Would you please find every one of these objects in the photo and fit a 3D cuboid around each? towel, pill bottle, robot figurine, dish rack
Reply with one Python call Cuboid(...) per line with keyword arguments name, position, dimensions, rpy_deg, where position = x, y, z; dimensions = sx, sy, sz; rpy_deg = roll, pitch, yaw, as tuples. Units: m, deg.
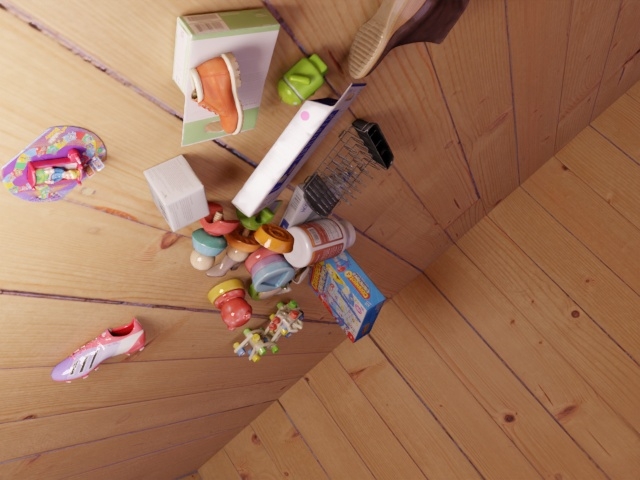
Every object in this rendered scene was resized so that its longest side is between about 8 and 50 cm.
Cuboid(name="towel", position=(-0.143, -0.087, 1.408), dimensions=(0.083, 0.009, 0.060), rpy_deg=(-8, 141, -53))
Cuboid(name="pill bottle", position=(0.000, 0.000, 1.525), dimensions=(0.216, 0.121, 0.121), rpy_deg=(-15, 148, -43))
Cuboid(name="robot figurine", position=(-0.039, -0.323, 1.048), dimensions=(0.115, 0.067, 0.101), rpy_deg=(-42, -179, 5))
Cuboid(name="dish rack", position=(0.072, -0.182, 1.406), dimensions=(0.271, 0.074, 0.208), rpy_deg=(-51, 148, -3))

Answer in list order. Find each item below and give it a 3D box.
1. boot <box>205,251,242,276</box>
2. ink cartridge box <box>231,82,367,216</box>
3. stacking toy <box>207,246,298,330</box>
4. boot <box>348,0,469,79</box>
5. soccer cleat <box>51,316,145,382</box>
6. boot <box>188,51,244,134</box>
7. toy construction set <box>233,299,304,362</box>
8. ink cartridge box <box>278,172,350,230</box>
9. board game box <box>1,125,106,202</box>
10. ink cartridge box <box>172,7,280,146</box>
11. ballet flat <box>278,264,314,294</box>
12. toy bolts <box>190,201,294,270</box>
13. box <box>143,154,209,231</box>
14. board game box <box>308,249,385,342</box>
Cuboid(name="boot", position=(-0.264, 0.056, 1.461), dimensions=(0.119, 0.042, 0.087), rpy_deg=(-17, 142, -44))
Cuboid(name="ink cartridge box", position=(-0.046, -0.219, 1.157), dimensions=(0.371, 0.069, 0.176), rpy_deg=(-47, -179, 22))
Cuboid(name="stacking toy", position=(-0.159, 0.153, 1.610), dimensions=(0.309, 0.130, 0.280), rpy_deg=(-42, 153, 27))
Cuboid(name="boot", position=(0.191, -0.440, 1.105), dimensions=(0.207, 0.090, 0.248), rpy_deg=(-1, 137, -39))
Cuboid(name="soccer cleat", position=(-0.588, 0.286, 1.364), dimensions=(0.248, 0.083, 0.095), rpy_deg=(-22, 123, -26))
Cuboid(name="boot", position=(-0.178, -0.238, 0.878), dimensions=(0.085, 0.059, 0.157), rpy_deg=(-26, 147, -19))
Cuboid(name="toy construction set", position=(-0.177, 0.337, 2.001), dimensions=(0.215, 0.151, 0.328), rpy_deg=(-8, 154, -51))
Cuboid(name="ink cartridge box", position=(-0.011, -0.096, 1.547), dimensions=(0.224, 0.045, 0.223), rpy_deg=(-20, 151, -39))
Cuboid(name="board game box", position=(-0.439, -0.116, 0.867), dimensions=(0.169, 0.033, 0.133), rpy_deg=(-40, 158, 0))
Cuboid(name="ink cartridge box", position=(-0.176, -0.287, 0.922), dimensions=(0.171, 0.056, 0.235), rpy_deg=(-23, 156, -33))
Cuboid(name="ballet flat", position=(-0.112, 0.136, 1.795), dimensions=(0.232, 0.073, 0.080), rpy_deg=(-46, 156, 17))
Cuboid(name="toy bolts", position=(-0.203, 0.015, 1.263), dimensions=(0.229, 0.218, 0.158), rpy_deg=(1, 121, -48))
Cuboid(name="box", position=(-0.290, -0.096, 1.046), dimensions=(0.087, 0.102, 0.101), rpy_deg=(-29, 155, -20))
Cuboid(name="board game box", position=(0.085, 0.184, 1.890), dimensions=(0.086, 0.302, 0.308), rpy_deg=(-29, 155, -22))
